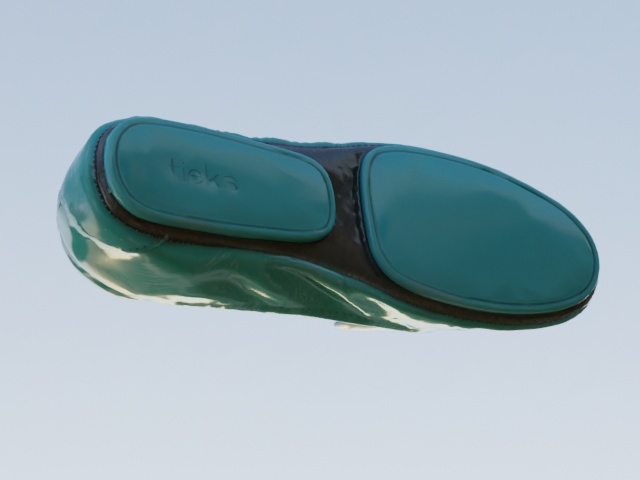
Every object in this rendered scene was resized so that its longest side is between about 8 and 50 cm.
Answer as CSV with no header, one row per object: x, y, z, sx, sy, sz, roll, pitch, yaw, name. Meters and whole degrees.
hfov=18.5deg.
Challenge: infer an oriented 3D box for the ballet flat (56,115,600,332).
0.000,0.000,0.848,0.247,0.083,0.087,10,-28,-26,ballet flat
